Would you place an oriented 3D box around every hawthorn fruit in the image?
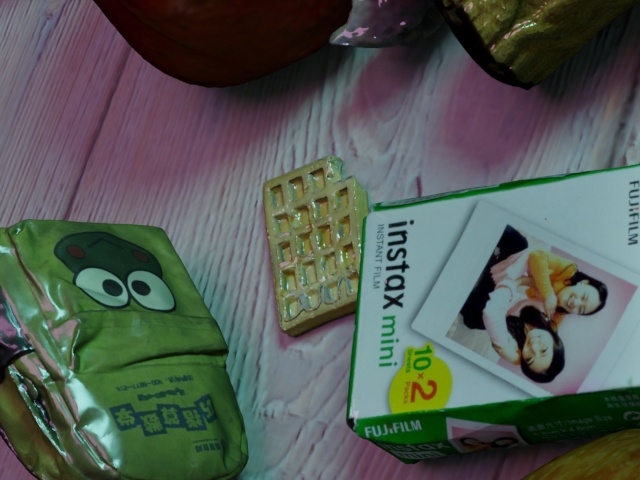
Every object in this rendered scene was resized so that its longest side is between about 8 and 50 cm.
[{"bbox_3d":[-0.092,-0.270,1.502,0.265,0.307,0.265,-10,71,31],"label":"hawthorn fruit"}]

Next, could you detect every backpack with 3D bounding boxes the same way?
[{"bbox_3d":[-0.162,0.103,1.448,0.140,0.207,0.253,-51,56,34],"label":"backpack"}]

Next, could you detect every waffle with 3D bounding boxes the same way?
[{"bbox_3d":[0.000,0.000,1.495,0.092,0.021,0.135,-23,58,27],"label":"waffle"}]

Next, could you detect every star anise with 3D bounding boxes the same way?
[{"bbox_3d":[0.086,-0.214,1.453,0.208,0.172,0.063,-45,78,10],"label":"star anise"}]

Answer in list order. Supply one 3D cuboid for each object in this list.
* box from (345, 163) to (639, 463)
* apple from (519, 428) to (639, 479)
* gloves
[{"bbox_3d":[0.141,0.053,1.317,0.250,0.103,0.180,-10,63,31],"label":"box"},{"bbox_3d":[0.210,0.227,1.080,0.309,0.277,0.250,1,54,25],"label":"apple"},{"bbox_3d":[0.225,-0.259,1.358,0.155,0.203,0.356,40,106,23],"label":"gloves"}]
